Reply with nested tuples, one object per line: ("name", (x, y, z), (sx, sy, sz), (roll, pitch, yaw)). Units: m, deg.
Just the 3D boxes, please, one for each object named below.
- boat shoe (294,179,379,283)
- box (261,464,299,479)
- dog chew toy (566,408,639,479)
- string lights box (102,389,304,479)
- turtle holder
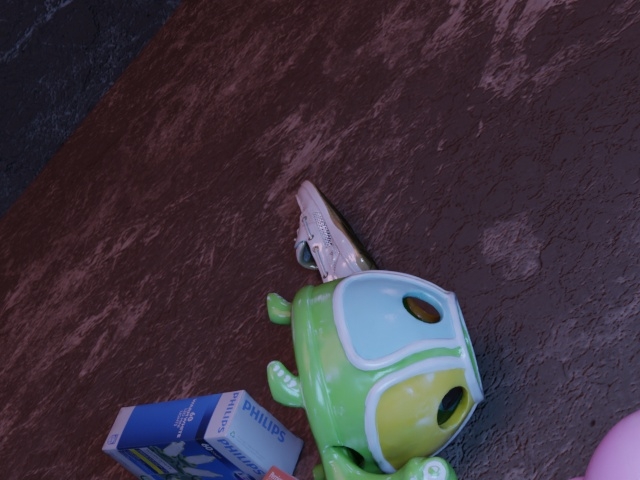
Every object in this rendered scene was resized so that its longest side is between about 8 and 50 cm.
("boat shoe", (0.000, 0.000, 1.909), (0.096, 0.098, 0.277), (-40, 32, 7))
("box", (-0.048, 0.381, 1.516), (0.170, 0.091, 0.130), (-54, 31, -14))
("dog chew toy", (0.276, 0.292, 1.141), (0.332, 0.207, 0.206), (-41, 30, 22))
("string lights box", (-0.165, 0.284, 1.731), (0.260, 0.133, 0.076), (-14, 42, 42))
("turtle holder", (0.070, 0.168, 1.481), (0.228, 0.243, 0.320), (-16, 16, 7))
